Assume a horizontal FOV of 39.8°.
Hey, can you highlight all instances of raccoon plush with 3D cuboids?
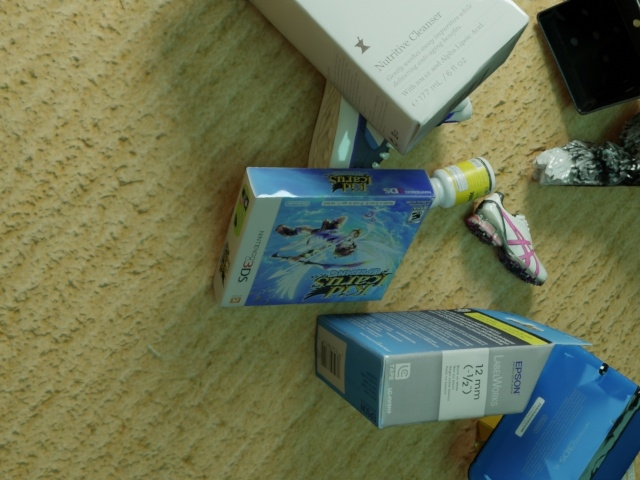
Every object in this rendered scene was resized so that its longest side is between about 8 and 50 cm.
[{"bbox_3d":[0.586,-0.241,1.479,0.446,0.216,0.299,-1,91,-21],"label":"raccoon plush"}]

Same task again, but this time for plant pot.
[{"bbox_3d":[0.499,-0.336,1.430,0.167,0.188,0.188,-32,100,-31],"label":"plant pot"}]

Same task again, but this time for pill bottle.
[{"bbox_3d":[0.216,-0.089,1.421,0.116,0.065,0.065,-17,105,-18],"label":"pill bottle"}]

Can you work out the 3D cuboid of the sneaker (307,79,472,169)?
[{"bbox_3d":[0.122,-0.174,1.332,0.236,0.130,0.323,11,89,-18],"label":"sneaker"}]

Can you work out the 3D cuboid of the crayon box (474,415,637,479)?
[{"bbox_3d":[0.402,0.389,1.565,0.322,0.083,0.203,-13,103,-20],"label":"crayon box"}]

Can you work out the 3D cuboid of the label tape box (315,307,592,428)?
[{"bbox_3d":[0.196,0.184,1.357,0.347,0.249,0.115,1,98,-22],"label":"label tape box"}]

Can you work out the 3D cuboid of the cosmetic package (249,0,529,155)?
[{"bbox_3d":[0.061,-0.332,1.188,0.217,0.156,0.385,-44,85,-9],"label":"cosmetic package"}]

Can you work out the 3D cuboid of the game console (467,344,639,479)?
[{"bbox_3d":[0.419,0.352,1.506,0.250,0.173,0.293,35,83,8],"label":"game console"}]

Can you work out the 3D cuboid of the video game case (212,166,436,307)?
[{"bbox_3d":[0.000,0.000,1.275,0.269,0.061,0.244,-1,141,-21],"label":"video game case"}]

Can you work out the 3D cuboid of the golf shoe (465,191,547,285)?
[{"bbox_3d":[0.329,0.001,1.479,0.186,0.067,0.086,45,80,-22],"label":"golf shoe"}]
